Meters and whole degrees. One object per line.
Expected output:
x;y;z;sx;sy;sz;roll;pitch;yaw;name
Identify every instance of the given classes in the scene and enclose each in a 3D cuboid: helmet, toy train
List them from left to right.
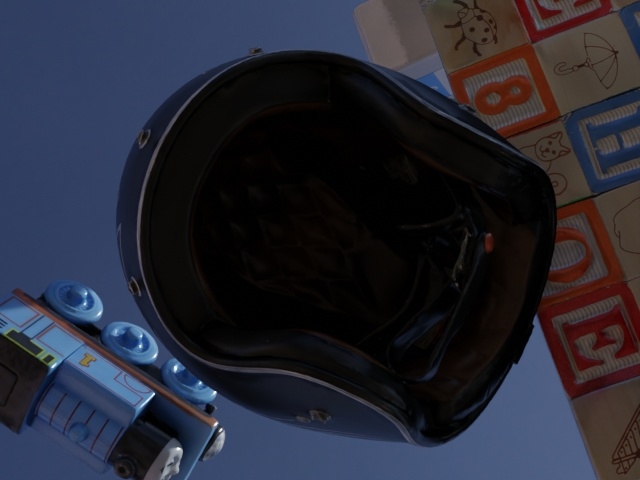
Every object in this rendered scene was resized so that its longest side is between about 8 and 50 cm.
-0.153;0.101;0.913;0.184;0.105;0.080;34;-61;6;toy train
0.000;0.000;0.568;0.162;0.169;0.169;23;-67;27;helmet

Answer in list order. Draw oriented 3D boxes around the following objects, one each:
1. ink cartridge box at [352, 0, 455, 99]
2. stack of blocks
0.190;-0.165;1.082;0.261;0.296;0.066;-24;-107;13;ink cartridge box
0.177;-0.001;0.627;0.171;0.087;0.297;-20;-115;7;stack of blocks
